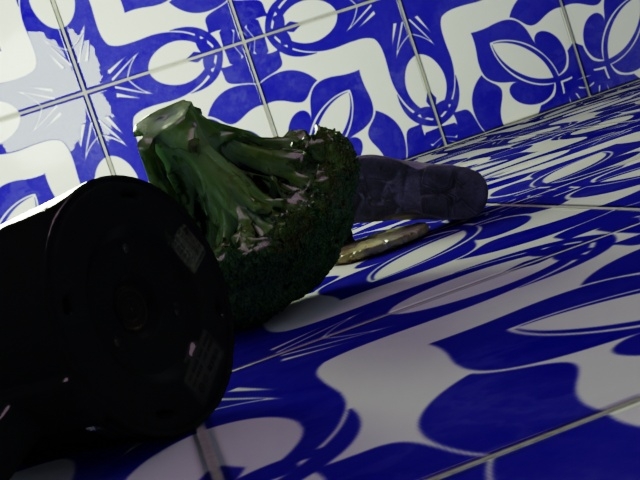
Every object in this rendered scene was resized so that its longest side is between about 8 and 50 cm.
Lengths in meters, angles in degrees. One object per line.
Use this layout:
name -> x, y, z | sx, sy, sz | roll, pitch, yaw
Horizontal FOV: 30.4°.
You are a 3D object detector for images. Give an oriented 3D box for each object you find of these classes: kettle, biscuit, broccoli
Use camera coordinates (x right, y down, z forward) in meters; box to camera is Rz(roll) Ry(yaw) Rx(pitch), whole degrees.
kettle -> -0.249, 0.115, 0.948 | 0.308, 0.262, 0.203 | -19, -31, 31
biscuit -> 0.080, 0.002, 1.621 | 0.152, 0.020, 0.152 | -18, 5, 2
broccoli -> -0.094, -0.032, 1.333 | 0.308, 0.275, 0.308 | -28, 28, 16

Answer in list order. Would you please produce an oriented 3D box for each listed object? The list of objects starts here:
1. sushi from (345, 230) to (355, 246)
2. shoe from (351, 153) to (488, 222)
sushi -> 0.000, 0.000, 1.755 | 0.192, 0.050, 0.215 | -3, 0, -34
shoe -> 0.120, -0.068, 1.663 | 0.245, 0.095, 0.137 | 2, -1, 15
